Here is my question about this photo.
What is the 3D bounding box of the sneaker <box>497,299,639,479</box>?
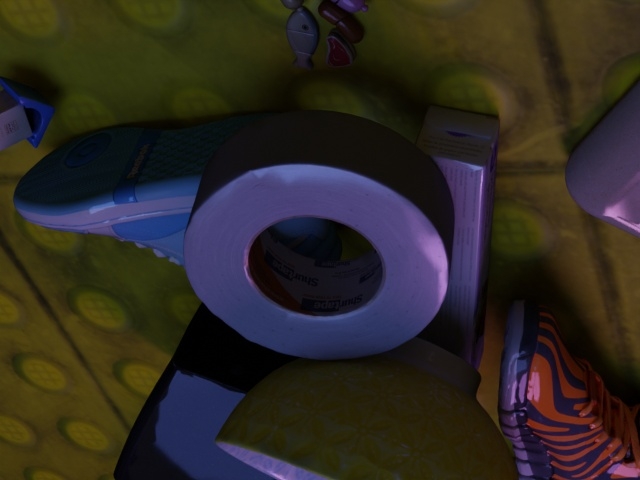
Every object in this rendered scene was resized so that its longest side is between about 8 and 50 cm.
[{"bbox_3d":[0.272,0.160,1.247,0.180,0.124,0.321,2,147,19],"label":"sneaker"}]

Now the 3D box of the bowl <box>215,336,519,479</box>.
[{"bbox_3d":[0.066,0.173,1.189,0.289,0.156,0.289,23,166,6],"label":"bowl"}]

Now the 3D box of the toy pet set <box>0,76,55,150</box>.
[{"bbox_3d":[-0.307,-0.143,1.236,0.114,0.065,0.122,40,152,39],"label":"toy pet set"}]

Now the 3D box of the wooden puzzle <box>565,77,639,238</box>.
[{"bbox_3d":[0.400,-0.037,0.972,0.348,0.080,0.322,29,141,-6],"label":"wooden puzzle"}]

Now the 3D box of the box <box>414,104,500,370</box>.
[{"bbox_3d":[0.119,0.020,1.189,0.067,0.063,0.324,11,140,14],"label":"box"}]

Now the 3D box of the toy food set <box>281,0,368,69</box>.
[{"bbox_3d":[0.003,-0.181,1.051,0.078,0.019,0.122,8,139,18],"label":"toy food set"}]

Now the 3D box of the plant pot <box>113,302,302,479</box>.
[{"bbox_3d":[-0.089,0.168,1.381,0.188,0.187,0.167,20,129,4],"label":"plant pot"}]

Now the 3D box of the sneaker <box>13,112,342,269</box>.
[{"bbox_3d":[-0.127,-0.001,1.238,0.319,0.127,0.208,-2,134,29],"label":"sneaker"}]

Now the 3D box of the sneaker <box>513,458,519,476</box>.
[{"bbox_3d":[0.250,0.326,1.424,0.321,0.126,0.127,8,133,16],"label":"sneaker"}]

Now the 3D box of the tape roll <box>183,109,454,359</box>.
[{"bbox_3d":[0.000,0.000,1.081,0.219,0.072,0.219,4,132,5],"label":"tape roll"}]
